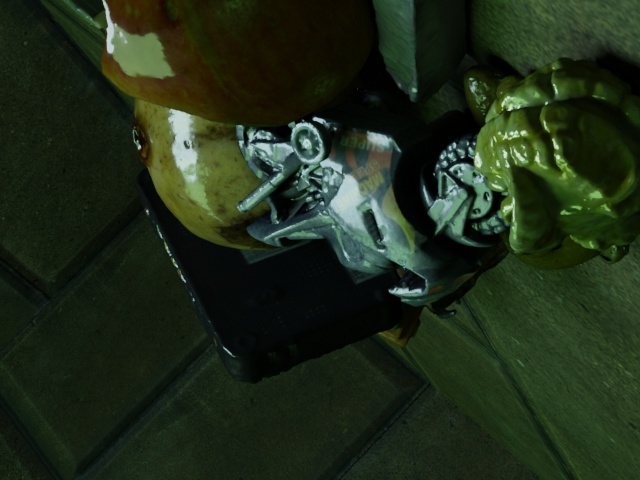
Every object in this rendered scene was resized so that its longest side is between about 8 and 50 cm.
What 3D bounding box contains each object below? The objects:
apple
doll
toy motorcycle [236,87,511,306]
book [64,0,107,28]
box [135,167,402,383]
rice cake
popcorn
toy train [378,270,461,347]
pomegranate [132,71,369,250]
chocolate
[{"bbox_3d":[-0.074,-0.197,0.895,0.246,0.246,0.226,40,171,35],"label":"apple"},{"bbox_3d":[0.174,-0.051,0.944,0.137,0.097,0.209,9,140,51],"label":"doll"},{"bbox_3d":[0.044,-0.035,0.979,0.307,0.108,0.173,17,123,37],"label":"toy motorcycle"},{"bbox_3d":[-0.242,-0.352,1.179,0.289,0.201,0.026,40,166,29],"label":"book"},{"bbox_3d":[-0.067,0.002,1.290,0.058,0.211,0.350,86,158,-43],"label":"box"},{"bbox_3d":[0.069,-0.195,0.794,0.056,0.073,0.365,43,173,16],"label":"rice cake"},{"bbox_3d":[0.179,-0.062,0.786,0.141,0.162,0.136,18,128,18],"label":"popcorn"},{"bbox_3d":[0.000,0.000,1.531,0.429,0.178,0.249,25,171,2],"label":"toy train"},{"bbox_3d":[-0.073,-0.128,1.201,0.281,0.281,0.281,44,173,7],"label":"pomegranate"},{"bbox_3d":[0.126,-0.029,1.141,0.093,0.148,0.214,47,173,28],"label":"chocolate"}]
